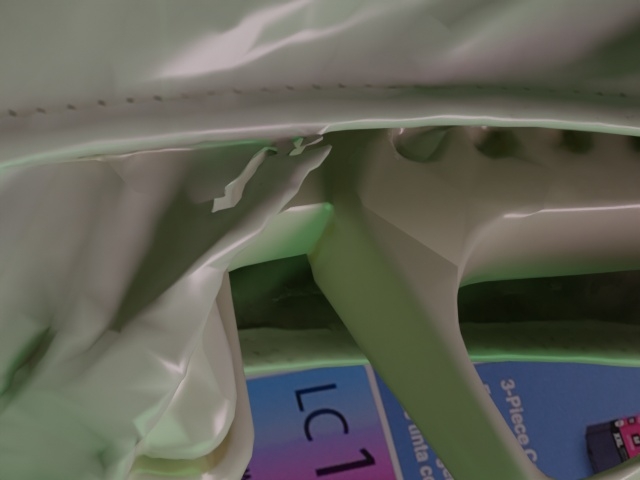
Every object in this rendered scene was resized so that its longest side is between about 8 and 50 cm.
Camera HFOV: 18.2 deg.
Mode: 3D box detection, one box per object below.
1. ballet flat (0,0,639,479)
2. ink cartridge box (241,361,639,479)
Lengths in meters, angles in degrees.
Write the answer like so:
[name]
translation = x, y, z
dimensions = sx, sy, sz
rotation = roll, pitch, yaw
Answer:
[ballet flat]
translation = 0.000, 0.000, 0.407
dimensions = 0.400, 0.139, 0.139
rotation = -5, 157, -21
[ink cartridge box]
translation = 0.057, 0.102, 0.719
dimensions = 0.395, 0.151, 0.270
rotation = -9, 172, -37
